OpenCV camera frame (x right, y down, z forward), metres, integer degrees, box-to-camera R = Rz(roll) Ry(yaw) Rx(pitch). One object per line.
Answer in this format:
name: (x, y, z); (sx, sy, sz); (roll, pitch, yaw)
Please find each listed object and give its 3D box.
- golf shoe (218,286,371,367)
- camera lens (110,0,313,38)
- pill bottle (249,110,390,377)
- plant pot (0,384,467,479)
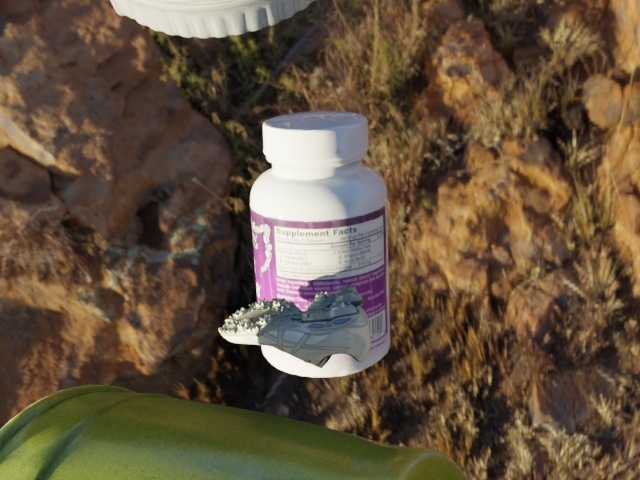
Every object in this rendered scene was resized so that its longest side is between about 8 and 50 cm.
golf shoe: (-0.028, 0.106, 0.964); (0.176, 0.086, 0.069); (-7, 25, 30)
camera lens: (-0.089, -0.306, 0.606); (0.219, 0.274, 0.219); (-3, 55, 5)
pill bottle: (0.000, 0.000, 1.100); (0.169, 0.169, 0.301); (2, 108, 15)
plant pot: (-0.058, 0.295, 0.738); (0.353, 0.366, 0.366); (-8, 61, 30)
